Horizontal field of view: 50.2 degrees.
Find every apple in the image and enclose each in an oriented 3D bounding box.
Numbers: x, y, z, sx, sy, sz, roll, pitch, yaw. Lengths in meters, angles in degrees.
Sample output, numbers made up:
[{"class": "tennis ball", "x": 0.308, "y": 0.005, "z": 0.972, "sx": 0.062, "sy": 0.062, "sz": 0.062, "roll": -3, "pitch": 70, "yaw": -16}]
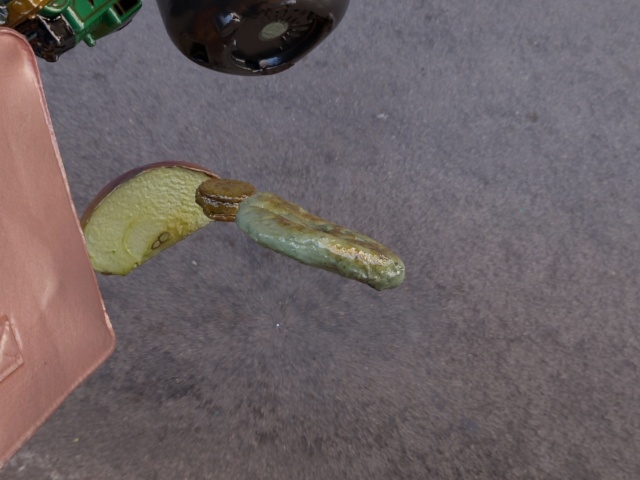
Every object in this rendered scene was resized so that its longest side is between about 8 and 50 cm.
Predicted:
[{"class": "apple", "x": -0.353, "y": -0.062, "z": 1.437, "sx": 0.346, "sy": 0.254, "sz": 0.179, "roll": -31, "pitch": 93, "yaw": -15}]

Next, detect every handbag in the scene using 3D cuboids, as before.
[{"class": "handbag", "x": -0.188, "y": -0.001, "z": 0.366, "sx": 0.059, "sy": 0.157, "sz": 0.213, "roll": -10, "pitch": 106, "yaw": 10}]

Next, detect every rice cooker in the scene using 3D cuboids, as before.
[{"class": "rice cooker", "x": -0.100, "y": -0.354, "z": 0.906, "sx": 0.267, "sy": 0.267, "sz": 0.225, "roll": -20, "pitch": 77, "yaw": -6}]

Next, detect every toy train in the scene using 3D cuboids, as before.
[{"class": "toy train", "x": -0.295, "y": -0.284, "z": 0.790, "sx": 0.136, "sy": 0.091, "sz": 0.228, "roll": 54, "pitch": 39, "yaw": -30}]

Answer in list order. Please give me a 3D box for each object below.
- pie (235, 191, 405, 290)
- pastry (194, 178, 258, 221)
[{"class": "pie", "x": 0.000, "y": 0.000, "z": 0.882, "sx": 0.240, "sy": 0.240, "sz": 0.054, "roll": 22, "pitch": 98, "yaw": -1}, {"class": "pastry", "x": -0.149, "y": -0.066, "z": 1.110, "sx": 0.109, "sy": 0.097, "sz": 0.057, "roll": 1, "pitch": 107, "yaw": -9}]
